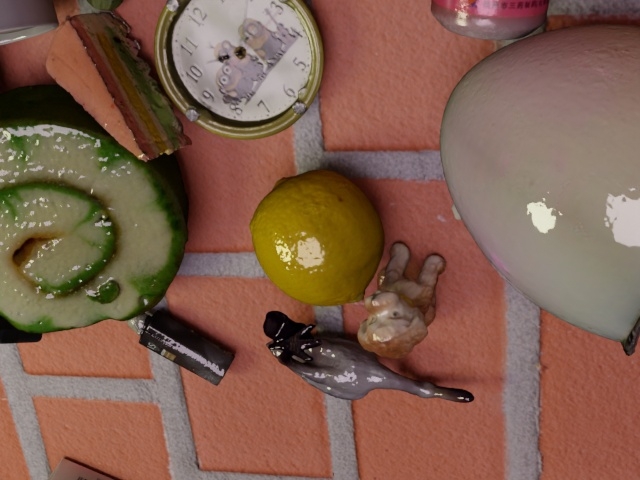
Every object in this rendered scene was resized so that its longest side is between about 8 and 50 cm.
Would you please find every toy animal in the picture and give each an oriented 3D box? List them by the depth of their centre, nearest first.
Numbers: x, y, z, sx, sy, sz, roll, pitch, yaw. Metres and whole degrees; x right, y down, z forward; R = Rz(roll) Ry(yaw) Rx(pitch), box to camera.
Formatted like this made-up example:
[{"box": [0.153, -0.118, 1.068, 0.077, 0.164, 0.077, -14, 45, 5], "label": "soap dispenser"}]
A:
[{"box": [0.107, 0.127, 1.429, 0.104, 0.185, 0.184, 11, 121, 4], "label": "toy animal"}, {"box": [0.044, 0.194, 1.521, 0.324, 0.195, 0.090, 23, 79, -21], "label": "toy animal"}]

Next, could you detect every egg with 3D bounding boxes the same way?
[{"box": [0.305, -0.095, 1.189, 0.340, 0.354, 0.354, 33, 122, 20], "label": "egg"}]

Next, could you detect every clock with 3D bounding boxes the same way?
[{"box": [-0.105, -0.252, 1.357, 0.237, 0.057, 0.237, 5, 116, 10], "label": "clock"}]

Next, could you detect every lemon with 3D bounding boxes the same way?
[{"box": [0.000, 0.000, 1.391, 0.178, 0.178, 0.203, -35, 90, 27], "label": "lemon"}]

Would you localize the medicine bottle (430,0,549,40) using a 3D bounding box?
[{"box": [0.206, -0.366, 1.170, 0.147, 0.147, 0.247, 8, 120, 10], "label": "medicine bottle"}]

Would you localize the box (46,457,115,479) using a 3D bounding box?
[{"box": [-0.426, 0.560, 1.834, 0.200, 0.106, 0.299, 23, 122, 2], "label": "box"}]

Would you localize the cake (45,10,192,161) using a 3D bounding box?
[{"box": [-0.275, -0.194, 1.368, 0.090, 0.109, 0.225, -36, 83, 30], "label": "cake"}]

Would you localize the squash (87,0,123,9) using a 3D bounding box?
[{"box": [-0.255, -0.403, 1.310, 0.066, 0.066, 0.229, 26, 122, 0], "label": "squash"}]

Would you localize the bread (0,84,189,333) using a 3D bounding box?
[{"box": [-0.377, -0.038, 1.448, 0.382, 0.129, 0.366, 38, 117, -24], "label": "bread"}]

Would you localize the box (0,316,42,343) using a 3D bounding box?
[{"box": [-0.554, 0.135, 1.581, 0.160, 0.230, 0.050, 1, 85, 14], "label": "box"}]

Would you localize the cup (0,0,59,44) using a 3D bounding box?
[{"box": [-0.469, -0.400, 1.259, 0.212, 0.212, 0.317, -10, 100, 18], "label": "cup"}]

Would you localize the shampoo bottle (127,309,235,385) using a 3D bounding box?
[{"box": [-0.236, 0.153, 1.601, 0.208, 0.063, 0.057, 31, 130, -6], "label": "shampoo bottle"}]
